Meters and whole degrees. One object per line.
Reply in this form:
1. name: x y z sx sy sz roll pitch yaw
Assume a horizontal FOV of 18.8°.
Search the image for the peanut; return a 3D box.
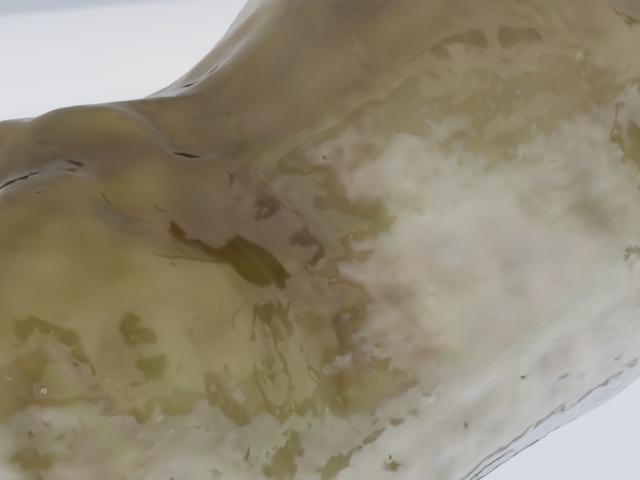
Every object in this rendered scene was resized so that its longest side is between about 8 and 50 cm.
1. peanut: 0.000 0.000 0.417 0.253 0.137 0.122 -32 -121 -23
